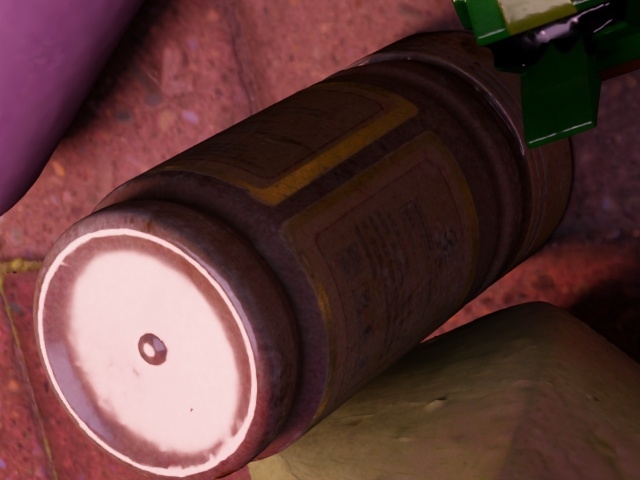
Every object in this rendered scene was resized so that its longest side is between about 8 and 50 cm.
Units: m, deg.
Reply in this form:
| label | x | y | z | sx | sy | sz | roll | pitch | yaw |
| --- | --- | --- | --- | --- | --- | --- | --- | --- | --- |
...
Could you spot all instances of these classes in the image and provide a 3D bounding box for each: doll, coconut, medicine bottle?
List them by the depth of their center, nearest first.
| label | x | y | z | sx | sy | sz | roll | pitch | yaw |
| --- | --- | --- | --- | --- | --- | --- | --- | --- | --- |
| doll | 0.110 | -0.155 | 1.023 | 0.106 | 0.134 | 0.186 | -17 | 100 | 31 |
| medicine bottle | 0.000 | 0.000 | 1.045 | 0.151 | 0.322 | 0.151 | 13 | 116 | 28 |
| coconut | 0.095 | 0.186 | 1.084 | 0.328 | 0.281 | 0.328 | 25 | 153 | 13 |

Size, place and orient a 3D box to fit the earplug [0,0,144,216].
| label | x | y | z | sx | sy | sz | roll | pitch | yaw |
| --- | --- | --- | --- | --- | --- | --- | --- | --- | --- |
| earplug | -0.193 | -0.177 | 1.181 | 0.215 | 0.215 | 0.456 | 42 | 131 | 11 |
